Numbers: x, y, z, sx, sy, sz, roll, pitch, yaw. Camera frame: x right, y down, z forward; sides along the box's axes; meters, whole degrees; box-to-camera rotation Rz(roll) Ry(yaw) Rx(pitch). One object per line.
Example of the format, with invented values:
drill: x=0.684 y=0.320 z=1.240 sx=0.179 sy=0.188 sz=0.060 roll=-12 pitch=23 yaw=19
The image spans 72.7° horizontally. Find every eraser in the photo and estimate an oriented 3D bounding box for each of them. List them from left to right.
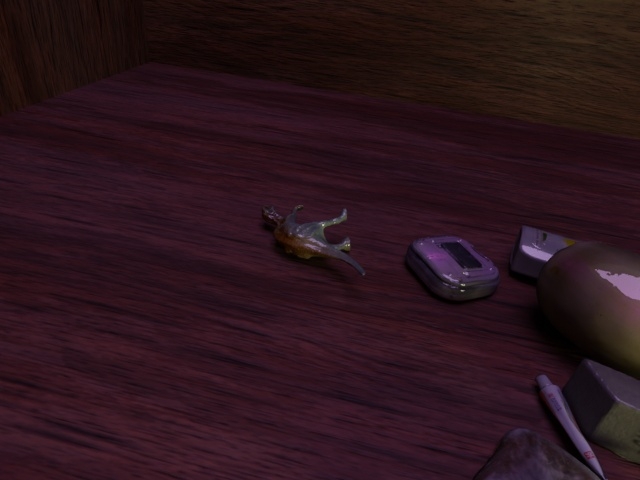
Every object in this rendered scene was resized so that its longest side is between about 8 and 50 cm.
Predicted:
eraser: x=0.581 y=0.323 z=0.690 sx=0.352 sy=0.111 sz=0.077 roll=22 pitch=39 yaw=21

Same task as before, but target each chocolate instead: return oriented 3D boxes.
chocolate: x=0.282 y=0.378 z=0.577 sx=0.185 sy=0.100 sz=0.303 roll=29 pitch=37 yaw=35

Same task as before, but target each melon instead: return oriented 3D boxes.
melon: x=0.593 y=0.132 z=0.877 sx=0.223 sy=0.223 sz=0.317 roll=-14 pitch=39 yaw=-28

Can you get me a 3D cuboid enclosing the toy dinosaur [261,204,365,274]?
toy dinosaur: x=0.000 y=0.000 z=1.086 sx=0.205 sy=0.092 sz=0.393 roll=-11 pitch=39 yaw=-24

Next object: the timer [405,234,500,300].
timer: x=0.324 y=0.060 z=1.075 sx=0.191 sy=0.069 sz=0.208 roll=-7 pitch=35 yaw=-24

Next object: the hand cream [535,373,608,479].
hand cream: x=0.425 y=0.318 z=0.733 sx=0.052 sy=0.038 sz=0.216 roll=22 pitch=29 yaw=-17

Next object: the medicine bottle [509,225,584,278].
medicine bottle: x=0.643 y=0.060 z=1.094 sx=0.296 sy=0.111 sz=0.161 roll=20 pitch=36 yaw=17
